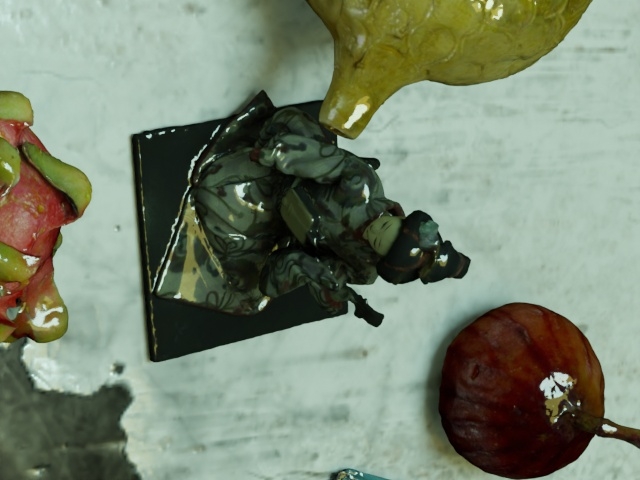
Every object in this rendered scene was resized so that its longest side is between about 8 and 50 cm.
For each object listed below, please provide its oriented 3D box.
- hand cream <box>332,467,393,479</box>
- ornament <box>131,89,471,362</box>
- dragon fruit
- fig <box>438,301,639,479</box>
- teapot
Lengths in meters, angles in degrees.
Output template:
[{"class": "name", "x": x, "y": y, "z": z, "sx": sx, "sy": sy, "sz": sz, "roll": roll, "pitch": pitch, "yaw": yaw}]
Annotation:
[{"class": "hand cream", "x": 0.094, "y": 0.221, "z": 1.357, "sx": 0.224, "sy": 0.048, "sz": 0.083, "roll": 14, "pitch": 95, "yaw": -31}, {"class": "ornament", "x": 0.000, "y": 0.000, "z": 1.144, "sx": 0.153, "sy": 0.196, "sz": 0.166, "roll": -14, "pitch": 107, "yaw": -32}, {"class": "dragon fruit", "x": -0.199, "y": -0.008, "z": 1.053, "sx": 0.150, "sy": 0.133, "sz": 0.207, "roll": -26, "pitch": 135, "yaw": 1}, {"class": "fig", "x": 0.151, "y": 0.121, "z": 1.321, "sx": 0.128, "sy": 0.150, "sz": 0.128, "roll": -21, "pitch": 149, "yaw": -14}, {"class": "teapot", "x": 0.071, "y": -0.196, "z": 1.181, "sx": 0.203, "sy": 0.167, "sz": 0.311, "roll": 31, "pitch": 61, "yaw": -12}]
